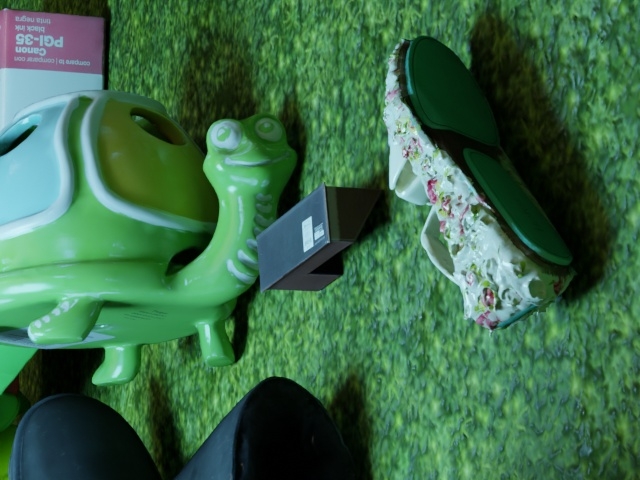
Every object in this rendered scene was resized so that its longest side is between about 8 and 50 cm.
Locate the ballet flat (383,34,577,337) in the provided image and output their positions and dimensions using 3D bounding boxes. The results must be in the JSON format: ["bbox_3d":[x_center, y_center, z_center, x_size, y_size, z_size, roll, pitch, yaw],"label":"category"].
[{"bbox_3d":[0.082,-0.036,1.225,0.077,0.091,0.241,-52,38,26],"label":"ballet flat"}]

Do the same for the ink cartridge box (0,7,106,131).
[{"bbox_3d":[-0.319,-0.096,2.099,0.207,0.117,0.283,176,96,-65],"label":"ink cartridge box"}]

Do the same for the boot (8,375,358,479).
[{"bbox_3d":[-0.122,0.221,1.580,0.445,0.146,0.367,-54,50,57],"label":"boot"}]

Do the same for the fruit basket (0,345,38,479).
[{"bbox_3d":[-0.343,0.197,2.018,0.283,0.392,0.392,-52,20,-14],"label":"fruit basket"}]

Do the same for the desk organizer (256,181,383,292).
[{"bbox_3d":[0.000,0.000,1.458,0.130,0.050,0.047,143,126,-60],"label":"desk organizer"}]

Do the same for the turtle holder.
[{"bbox_3d":[-0.183,-0.012,1.637,0.320,0.243,0.227,148,122,-63],"label":"turtle holder"}]
